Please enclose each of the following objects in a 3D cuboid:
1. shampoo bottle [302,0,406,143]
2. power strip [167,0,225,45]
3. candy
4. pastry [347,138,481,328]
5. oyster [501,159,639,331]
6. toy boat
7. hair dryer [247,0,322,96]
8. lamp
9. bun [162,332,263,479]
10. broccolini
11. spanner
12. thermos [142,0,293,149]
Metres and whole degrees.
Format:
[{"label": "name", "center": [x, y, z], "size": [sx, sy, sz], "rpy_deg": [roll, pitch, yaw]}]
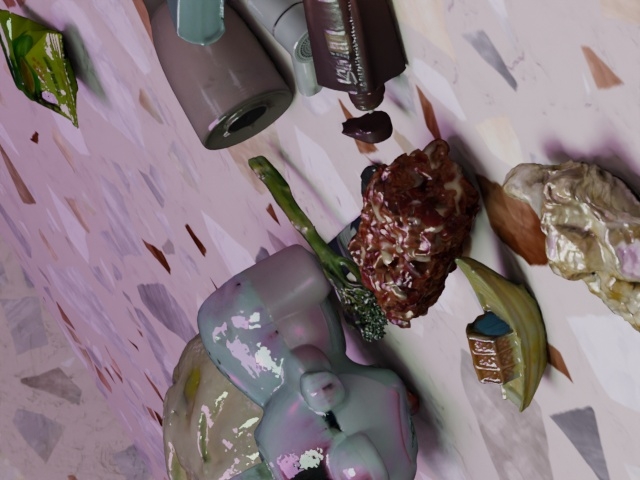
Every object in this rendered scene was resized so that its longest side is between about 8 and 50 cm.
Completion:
[{"label": "shampoo bottle", "center": [0.024, -0.180, 1.600], "size": [0.068, 0.067, 0.236], "rpy_deg": [30, 149, 40]}, {"label": "power strip", "center": [-0.087, -0.279, 1.688], "size": [0.253, 0.054, 0.167], "rpy_deg": [-26, 79, 66]}, {"label": "candy", "center": [-0.383, -0.243, 2.622], "size": [0.246, 0.069, 0.149], "rpy_deg": [37, 148, 61]}, {"label": "pastry", "center": [0.081, -0.004, 1.665], "size": [0.097, 0.115, 0.208], "rpy_deg": [46, 161, 16]}, {"label": "oyster", "center": [0.202, 0.006, 1.416], "size": [0.191, 0.081, 0.163], "rpy_deg": [43, 162, 49]}, {"label": "toy boat", "center": [0.159, 0.081, 1.675], "size": [0.065, 0.066, 0.172], "rpy_deg": [41, 155, 52]}, {"label": "hair dryer", "center": [-0.021, -0.183, 1.773], "size": [0.082, 0.047, 0.137], "rpy_deg": [49, 168, 30]}, {"label": "lamp", "center": [-0.029, 0.184, 2.080], "size": [0.301, 0.247, 0.247], "rpy_deg": [59, 168, 14]}, {"label": "bun", "center": [-0.090, 0.283, 2.453], "size": [0.365, 0.219, 0.365], "rpy_deg": [49, 157, 29]}, {"label": "broccolini", "center": [0.005, 0.001, 1.981], "size": [0.058, 0.071, 0.254], "rpy_deg": [12, -141, -50]}, {"label": "spanner", "center": [0.040, -0.010, 1.929], "size": [0.087, 0.024, 0.316], "rpy_deg": [59, 164, 4]}, {"label": "thermos", "center": [-0.115, -0.197, 1.929], "size": [0.193, 0.105, 0.137], "rpy_deg": [58, -166, 15]}]
